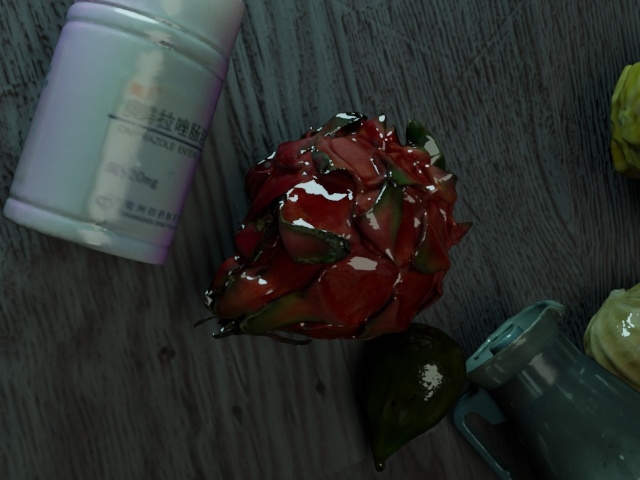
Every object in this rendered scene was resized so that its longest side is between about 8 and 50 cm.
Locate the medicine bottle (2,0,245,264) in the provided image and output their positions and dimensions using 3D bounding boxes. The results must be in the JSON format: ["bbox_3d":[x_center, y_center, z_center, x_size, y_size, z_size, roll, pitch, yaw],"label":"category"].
[{"bbox_3d":[-0.175,-0.119,0.744,0.152,0.152,0.253,18,89,-23],"label":"medicine bottle"}]

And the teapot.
[{"bbox_3d":[0.269,0.202,0.938,0.203,0.171,0.225,-43,84,25],"label":"teapot"}]

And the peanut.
[{"bbox_3d":[0.472,0.113,1.042,0.325,0.140,0.153,-11,58,-28],"label":"peanut"}]

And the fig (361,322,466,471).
[{"bbox_3d":[0.087,0.177,0.910,0.117,0.117,0.177,25,100,-22],"label":"fig"}]

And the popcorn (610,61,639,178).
[{"bbox_3d":[0.463,-0.125,0.938,0.265,0.332,0.225,46,106,8],"label":"popcorn"}]

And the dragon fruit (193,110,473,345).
[{"bbox_3d":[0.000,0.000,0.799,0.293,0.234,0.233,-25,105,-5],"label":"dragon fruit"}]
